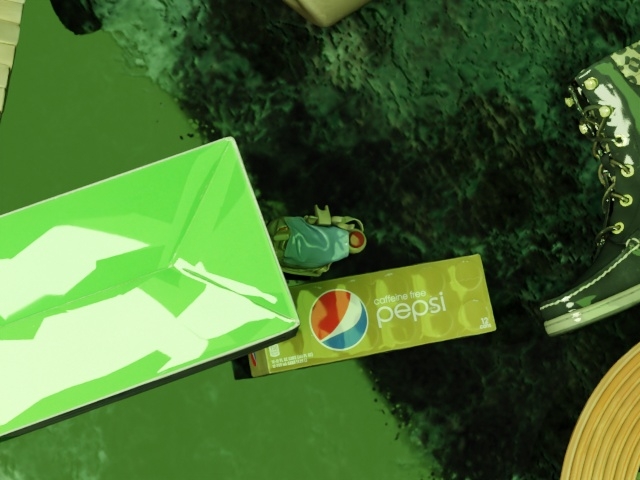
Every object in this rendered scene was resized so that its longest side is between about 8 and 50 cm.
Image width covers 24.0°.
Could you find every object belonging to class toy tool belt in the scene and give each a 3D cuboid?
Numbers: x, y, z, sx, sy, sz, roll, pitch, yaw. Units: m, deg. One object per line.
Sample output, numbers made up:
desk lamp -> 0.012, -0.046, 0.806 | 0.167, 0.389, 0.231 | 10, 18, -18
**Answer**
toy tool belt -> 0.000, 0.000, 1.132 | 0.083, 0.051, 0.052 | -2, 83, -16

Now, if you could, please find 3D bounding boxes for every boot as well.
boot -> 0.231, -0.045, 1.189 | 0.236, 0.085, 0.179 | -31, 89, -24

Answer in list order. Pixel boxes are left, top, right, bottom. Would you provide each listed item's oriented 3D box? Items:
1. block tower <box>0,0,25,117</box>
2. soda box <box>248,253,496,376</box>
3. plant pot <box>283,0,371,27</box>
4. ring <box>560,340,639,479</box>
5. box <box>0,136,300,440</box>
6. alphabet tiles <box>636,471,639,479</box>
block tower -> -0.243, -0.169, 1.011 | 0.097, 0.091, 0.336 | 10, 59, -13
soda box -> 0.035, 0.056, 1.131 | 0.181, 0.058, 0.061 | -9, 84, -17
plant pot -> 0.029, -0.284, 1.098 | 0.263, 0.263, 0.229 | 42, 91, -7
ring -> 0.340, 0.222, 1.201 | 0.336, 0.032, 0.337 | 2, 83, -16
box -> -0.155, 0.044, 0.962 | 0.262, 0.231, 0.127 | -20, 85, -4
alphabet tiles -> 0.312, 0.311, 1.201 | 0.198, 0.009, 0.237 | 9, 80, -15
